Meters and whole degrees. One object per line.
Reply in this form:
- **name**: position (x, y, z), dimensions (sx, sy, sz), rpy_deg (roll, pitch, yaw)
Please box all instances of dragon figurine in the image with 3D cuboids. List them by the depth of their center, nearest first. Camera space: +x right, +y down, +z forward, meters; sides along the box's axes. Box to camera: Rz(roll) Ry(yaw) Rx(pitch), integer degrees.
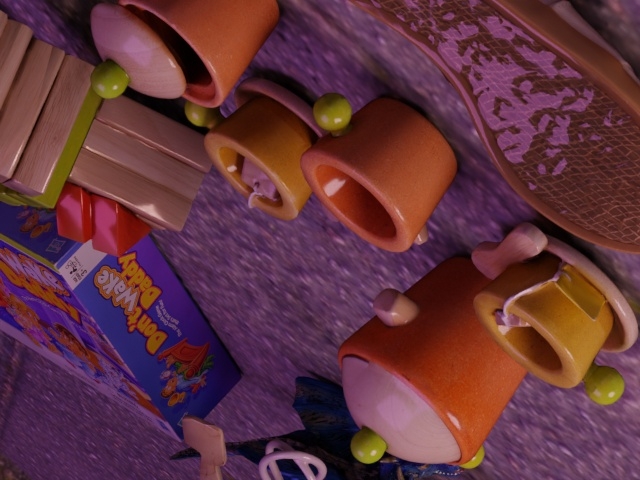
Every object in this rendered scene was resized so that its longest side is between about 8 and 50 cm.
- **dragon figurine**: position (-0.002, 0.161, 1.465), dimensions (0.289, 0.085, 0.144), rpy_deg (23, 152, 35)

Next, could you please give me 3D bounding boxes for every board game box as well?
- **board game box**: position (-0.245, 0.008, 1.644), dimensions (0.347, 0.078, 0.233), rpy_deg (26, 155, 42)

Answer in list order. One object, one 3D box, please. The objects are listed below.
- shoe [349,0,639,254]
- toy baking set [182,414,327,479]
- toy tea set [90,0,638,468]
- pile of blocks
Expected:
- **shoe**: position (0.083, -0.082, 0.825), dimensions (0.219, 0.058, 0.076), rpy_deg (44, 131, -15)
- **toy baking set**: position (-0.010, 0.201, 1.408), dimensions (0.256, 0.030, 0.197), rpy_deg (37, 151, -11)
- **toy tea set**: position (0.000, 0.000, 1.050), dimensions (0.336, 0.124, 0.200), rpy_deg (42, 162, 3)
- **pile of blocks**: position (-0.216, -0.074, 1.170), dimensions (0.149, 0.112, 0.362), rpy_deg (14, 168, 39)
